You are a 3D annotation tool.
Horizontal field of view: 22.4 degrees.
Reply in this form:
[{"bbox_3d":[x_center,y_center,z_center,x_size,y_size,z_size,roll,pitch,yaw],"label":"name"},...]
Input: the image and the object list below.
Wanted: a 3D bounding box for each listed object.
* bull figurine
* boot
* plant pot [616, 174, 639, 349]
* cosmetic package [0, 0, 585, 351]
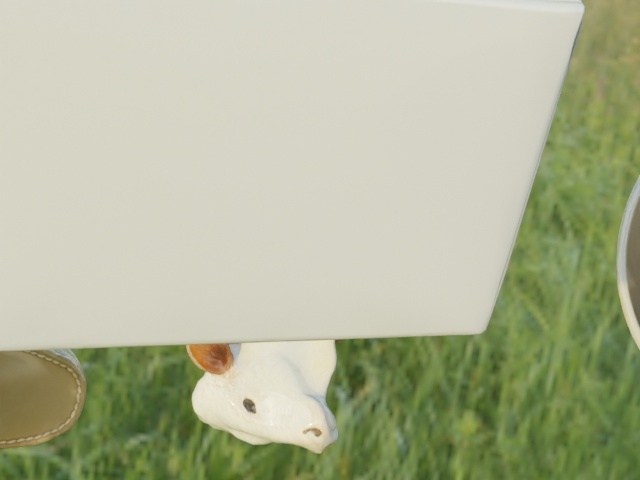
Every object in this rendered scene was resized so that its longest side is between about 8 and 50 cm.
[{"bbox_3d":[0.000,0.000,0.957,0.188,0.101,0.310,-24,28,3],"label":"bull figurine"},{"bbox_3d":[-0.221,0.090,0.914,0.262,0.095,0.203,15,-1,-34],"label":"boot"},{"bbox_3d":[0.354,0.061,1.088,0.256,0.256,0.274,19,-16,29],"label":"plant pot"},{"bbox_3d":[-0.068,-0.071,0.591,0.224,0.138,0.225,0,26,-28],"label":"cosmetic package"}]
